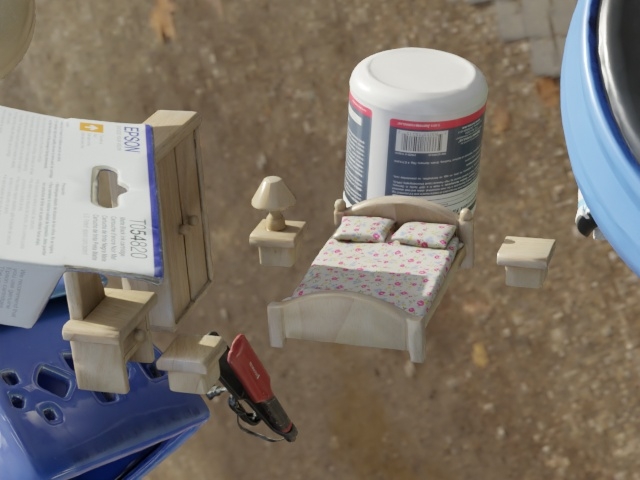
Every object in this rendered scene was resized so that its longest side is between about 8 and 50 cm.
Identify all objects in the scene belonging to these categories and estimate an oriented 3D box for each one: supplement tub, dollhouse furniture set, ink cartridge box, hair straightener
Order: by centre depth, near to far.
[{"bbox_3d":[-0.204,-0.026,0.768,0.223,0.224,0.045,-106,28,-64],"label":"ink cartridge box"},{"bbox_3d":[0.000,0.000,1.170,0.355,0.303,0.174,4,116,18],"label":"dollhouse furniture set"},{"bbox_3d":[-0.089,0.179,1.636,0.089,0.047,0.230,6,150,29],"label":"hair straightener"},{"bbox_3d":[0.130,-0.116,1.932,0.191,0.191,0.272,40,137,45],"label":"supplement tub"}]

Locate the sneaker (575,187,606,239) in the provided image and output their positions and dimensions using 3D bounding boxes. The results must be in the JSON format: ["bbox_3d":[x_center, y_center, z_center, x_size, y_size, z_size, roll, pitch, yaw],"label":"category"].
[{"bbox_3d":[0.311,-0.056,1.173,0.071,0.190,0.083,76,-169,-60],"label":"sneaker"}]

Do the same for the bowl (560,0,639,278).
[{"bbox_3d":[0.333,-0.105,0.780,0.391,0.391,0.077,55,175,29],"label":"bowl"}]

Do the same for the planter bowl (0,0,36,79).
[{"bbox_3d":[-0.320,-0.215,1.164,0.109,0.162,0.162,142,109,-71],"label":"planter bowl"}]

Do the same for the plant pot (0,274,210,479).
[{"bbox_3d":[-0.287,0.165,1.307,0.236,0.236,0.212,-43,74,34],"label":"plant pot"}]
